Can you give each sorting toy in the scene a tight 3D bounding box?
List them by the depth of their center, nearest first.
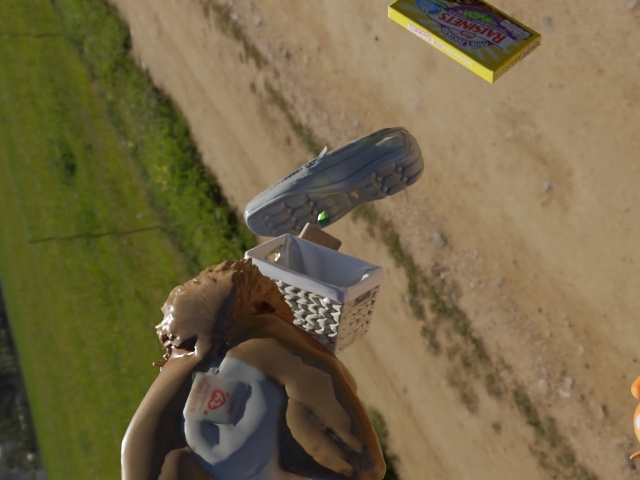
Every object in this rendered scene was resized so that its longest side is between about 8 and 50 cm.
[{"bbox_3d":[0.000,0.000,1.398,0.083,0.062,0.012,-59,0,6],"label":"sorting toy"}]

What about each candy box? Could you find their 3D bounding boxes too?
[{"bbox_3d":[0.206,-0.311,1.343,0.206,0.105,0.027,40,159,28],"label":"candy box"}]

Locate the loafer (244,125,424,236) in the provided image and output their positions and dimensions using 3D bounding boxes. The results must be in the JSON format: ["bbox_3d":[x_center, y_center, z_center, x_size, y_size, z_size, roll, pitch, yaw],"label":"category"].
[{"bbox_3d":[0.019,-0.101,1.585,0.112,0.319,0.111,67,-177,-47],"label":"loafer"}]

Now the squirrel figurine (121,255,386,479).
[{"bbox_3d":[-0.058,0.231,1.159,0.370,0.281,0.397,55,-170,-55],"label":"squirrel figurine"}]

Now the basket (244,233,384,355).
[{"bbox_3d":[-0.014,0.073,1.265,0.167,0.113,0.103,20,115,26],"label":"basket"}]

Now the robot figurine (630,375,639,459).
[{"bbox_3d":[0.475,0.198,1.140,0.158,0.219,0.128,36,175,16],"label":"robot figurine"}]
